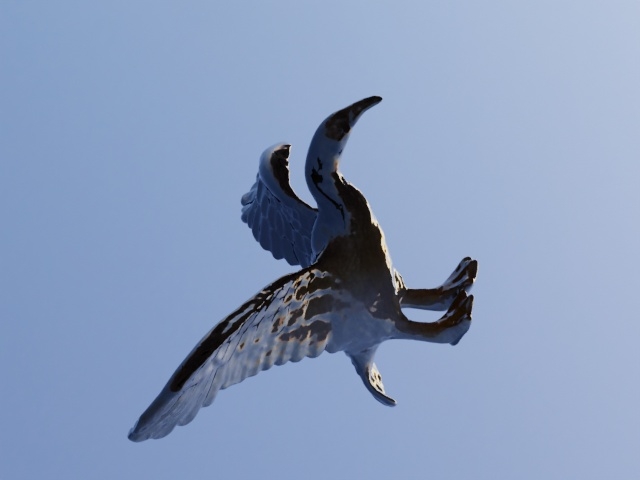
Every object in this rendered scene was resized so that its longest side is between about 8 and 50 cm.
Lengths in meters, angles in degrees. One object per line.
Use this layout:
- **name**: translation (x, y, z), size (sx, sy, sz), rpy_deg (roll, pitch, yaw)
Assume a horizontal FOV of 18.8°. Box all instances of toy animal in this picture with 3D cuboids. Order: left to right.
- **toy animal**: translation (0.016, 0.003, 1.108), size (0.160, 0.197, 0.272), rpy_deg (28, -150, -17)
